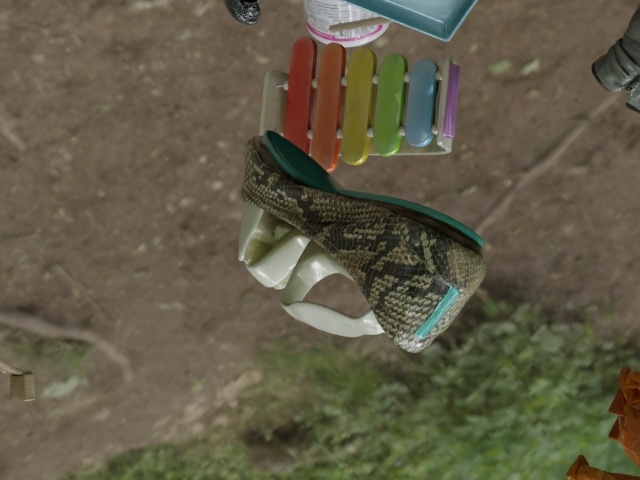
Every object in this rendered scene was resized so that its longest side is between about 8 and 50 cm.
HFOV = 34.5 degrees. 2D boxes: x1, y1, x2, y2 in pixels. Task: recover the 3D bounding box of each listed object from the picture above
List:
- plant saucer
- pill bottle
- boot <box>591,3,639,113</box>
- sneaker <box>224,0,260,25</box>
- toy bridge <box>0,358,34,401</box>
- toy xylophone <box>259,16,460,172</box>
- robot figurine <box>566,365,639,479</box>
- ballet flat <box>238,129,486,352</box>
[{"bbox_3d":[0.019,-0.201,0.751,0.067,0.192,0.018,126,-20,-62],"label":"plant saucer"},{"bbox_3d":[0.038,-0.496,1.804,0.160,0.160,0.283,-41,146,-26],"label":"pill bottle"},{"bbox_3d":[0.493,-0.214,1.352,0.083,0.246,0.161,-46,166,-41],"label":"boot"},{"bbox_3d":[-0.124,-0.391,1.643,0.051,0.089,0.170,-39,141,-6],"label":"sneaker"},{"bbox_3d":[-0.378,0.142,1.069,0.026,0.063,0.188,-6,173,34],"label":"toy bridge"},{"bbox_3d":[0.059,-0.208,1.418,0.323,0.236,0.081,-7,170,36],"label":"toy xylophone"},{"bbox_3d":[0.324,0.188,0.697,0.211,0.291,0.085,-48,139,-40],"label":"robot figurine"},{"bbox_3d":[0.000,0.000,1.199,0.182,0.164,0.483,-58,-147,1],"label":"ballet flat"}]
